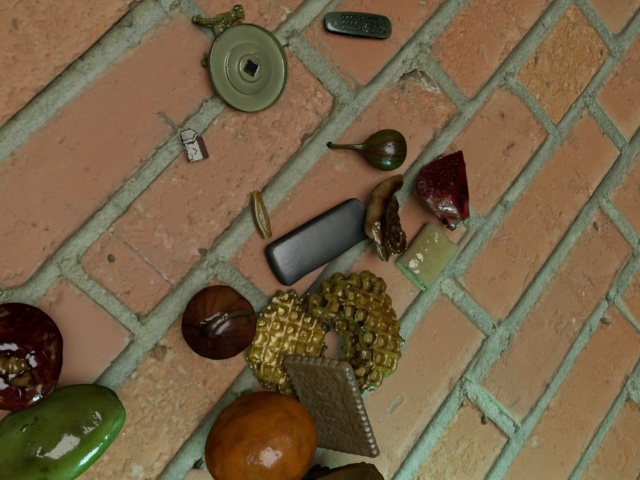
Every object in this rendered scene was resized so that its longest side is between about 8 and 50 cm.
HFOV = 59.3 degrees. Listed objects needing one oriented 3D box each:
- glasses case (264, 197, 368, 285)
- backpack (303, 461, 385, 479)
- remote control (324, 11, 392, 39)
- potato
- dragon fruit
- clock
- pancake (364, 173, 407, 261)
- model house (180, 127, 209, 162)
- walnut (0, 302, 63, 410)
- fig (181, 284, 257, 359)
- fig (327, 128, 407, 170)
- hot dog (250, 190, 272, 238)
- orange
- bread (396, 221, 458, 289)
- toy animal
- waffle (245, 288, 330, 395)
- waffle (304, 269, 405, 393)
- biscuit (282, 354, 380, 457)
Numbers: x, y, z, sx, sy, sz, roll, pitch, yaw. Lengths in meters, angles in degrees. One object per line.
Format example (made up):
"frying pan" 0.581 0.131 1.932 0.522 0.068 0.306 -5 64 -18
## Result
"glasses case" 0.000 0.000 1.596 0.323 0.074 0.131 -31 99 -20
"backpack" -0.003 0.690 1.448 0.378 0.353 0.201 2 62 -51
"remote control" 0.113 -0.643 1.680 0.222 0.042 0.072 -4 90 -23
"potato" -0.599 0.448 1.278 0.304 0.216 0.216 -23 97 -28
"dragon fruit" 0.380 -0.124 1.718 0.211 0.134 0.262 62 34 -23
"clock" -0.193 -0.466 1.526 0.235 0.029 0.235 -7 103 -34
"pancake" 0.192 -0.067 1.637 0.212 0.056 0.257 -6 86 -52
"model house" -0.333 -0.253 1.486 0.058 0.057 0.083 -19 93 -16
"walnut" -0.690 0.251 1.217 0.244 0.269 0.222 2 90 -25
"fig" -0.257 0.208 1.426 0.205 0.205 0.205 1 88 -21
"fig" 0.138 -0.273 1.647 0.236 0.124 0.124 6 86 -10
"hot dog" -0.168 -0.069 1.558 0.044 0.028 0.137 -22 100 -47
"orange" -0.148 0.505 1.412 0.284 0.284 0.226 -27 102 -20
"bread" 0.330 0.049 1.732 0.139 0.060 0.178 43 74 -15
"toy animal" -0.260 -0.538 1.517 0.136 0.073 0.181 -12 93 -24
"waffle" -0.083 0.280 1.562 0.262 0.060 0.280 -31 99 -19
"waffle" 0.100 0.252 1.558 0.261 0.151 0.324 -27 105 -36
"biscuit" 0.031 0.441 1.498 0.044 0.217 0.325 -47 126 -49
